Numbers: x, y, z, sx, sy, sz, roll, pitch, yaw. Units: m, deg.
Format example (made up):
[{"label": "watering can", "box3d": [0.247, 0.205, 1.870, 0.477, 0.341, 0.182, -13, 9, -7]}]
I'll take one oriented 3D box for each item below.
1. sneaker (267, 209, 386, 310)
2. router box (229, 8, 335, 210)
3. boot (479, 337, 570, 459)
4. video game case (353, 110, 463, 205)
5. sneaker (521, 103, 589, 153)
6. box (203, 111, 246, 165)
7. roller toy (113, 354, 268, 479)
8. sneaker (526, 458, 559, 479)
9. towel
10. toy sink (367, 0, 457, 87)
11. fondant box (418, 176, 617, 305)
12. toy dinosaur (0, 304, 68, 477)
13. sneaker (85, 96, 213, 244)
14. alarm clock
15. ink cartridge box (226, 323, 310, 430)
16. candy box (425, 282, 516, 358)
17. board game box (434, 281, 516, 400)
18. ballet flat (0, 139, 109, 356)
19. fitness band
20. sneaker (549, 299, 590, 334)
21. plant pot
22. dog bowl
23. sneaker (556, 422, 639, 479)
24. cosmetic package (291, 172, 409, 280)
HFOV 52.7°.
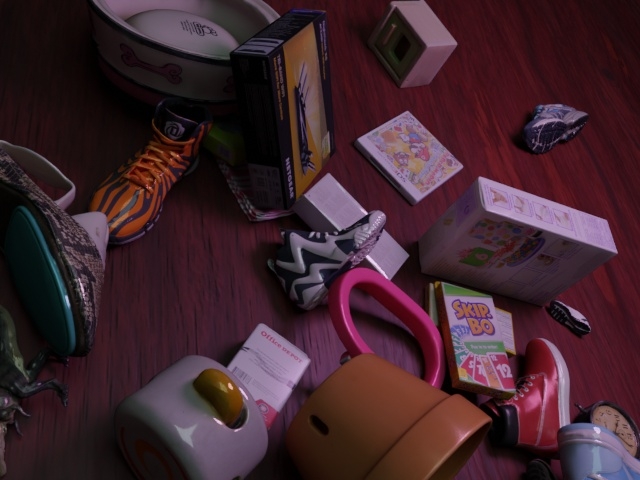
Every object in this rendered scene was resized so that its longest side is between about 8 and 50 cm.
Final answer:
[{"label": "sneaker", "box3d": [0.000, 0.000, 1.213, 0.153, 0.094, 0.235, 42, 89, 18]}, {"label": "router box", "box3d": [-0.059, -0.251, 1.237, 0.080, 0.309, 0.243, 11, 40, 21]}, {"label": "boot", "box3d": [0.391, 0.289, 1.264, 0.176, 0.088, 0.244, 18, 54, -15]}, {"label": "video game case", "box3d": [0.219, -0.206, 1.573, 0.206, 0.026, 0.227, 47, 48, 9]}, {"label": "sneaker", "box3d": [0.651, -0.335, 1.876, 0.283, 0.110, 0.122, -18, 49, -40]}, {"label": "box", "box3d": [-0.161, -0.224, 1.342, 0.109, 0.042, 0.178, 34, 41, 18]}, {"label": "roller toy", "box3d": [-0.175, 0.262, 0.894, 0.146, 0.191, 0.209, -36, 123, -42]}, {"label": "sneaker", "box3d": [0.378, 0.466, 1.137, 0.074, 0.063, 0.171, 23, 53, -21]}, {"label": "towel", "box3d": [-0.122, -0.131, 1.327, 0.144, 0.029, 0.197, -16, 65, -37]}, {"label": "toy sink", "box3d": [0.227, -0.553, 1.751, 0.131, 0.153, 0.234, -16, 66, -36]}, {"label": "fondant box", "box3d": [0.410, 0.013, 1.372, 0.330, 0.238, 0.096, 15, 51, -19]}, {"label": "toy dinosaur", "box3d": [-0.416, 0.192, 0.907, 0.118, 0.064, 0.268, 1, 53, -20]}, {"label": "sneaker", "box3d": [-0.297, -0.145, 1.138, 0.124, 0.180, 0.321, 30, 48, -6]}, {"label": "alarm clock", "box3d": [0.595, 0.398, 1.307, 0.192, 0.064, 0.129, 15, 51, -16]}, {"label": "ink cartridge box", "box3d": [-0.101, 0.227, 1.050, 0.109, 0.063, 0.150, 36, 47, 0]}, {"label": "candy box", "box3d": [0.311, 0.167, 1.346, 0.205, 0.027, 0.105, 21, 50, -13]}, {"label": "board game box", "box3d": [0.298, 0.183, 1.270, 0.124, 0.039, 0.260, 16, 40, -16]}, {"label": "ballet flat", "box3d": [-0.443, -0.040, 0.998, 0.483, 0.164, 0.182, 44, 38, 15]}, {"label": "fitness band", "box3d": [0.124, 0.174, 1.167, 0.291, 0.054, 0.209, 41, 41, -21]}, {"label": "sneaker", "box3d": [0.570, 0.172, 1.485, 0.109, 0.040, 0.044, 40, 31, -2]}, {"label": "plant pot", "box3d": [0.083, 0.309, 0.968, 0.203, 0.291, 0.290, 40, 45, 26]}, {"label": "dog bowl", "box3d": [-0.275, -0.409, 1.321, 0.407, 0.150, 0.408, 14, 38, -12]}, {"label": "sneaker", "box3d": [0.519, 0.484, 1.140, 0.319, 0.127, 0.208, 38, 48, -23]}, {"label": "cosmetic package", "box3d": [0.061, -0.016, 1.307, 0.239, 0.060, 0.099, 46, 45, -1]}]
